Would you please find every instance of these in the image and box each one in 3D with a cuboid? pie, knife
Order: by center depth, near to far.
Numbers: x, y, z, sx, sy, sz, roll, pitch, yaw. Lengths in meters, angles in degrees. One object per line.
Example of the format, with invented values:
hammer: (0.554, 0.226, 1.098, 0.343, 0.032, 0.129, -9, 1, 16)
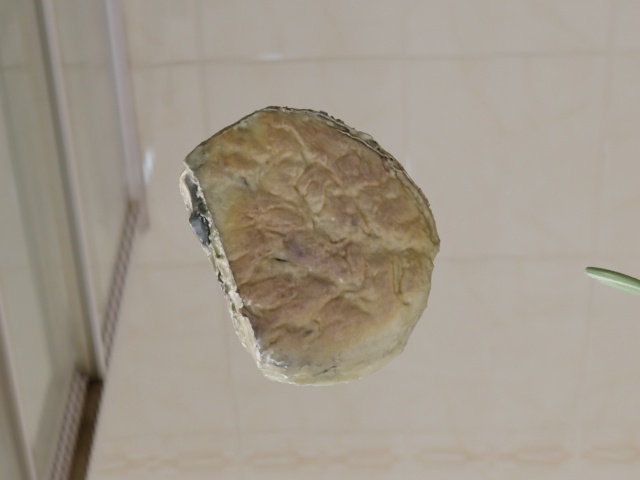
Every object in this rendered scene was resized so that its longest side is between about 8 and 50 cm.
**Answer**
pie: (0.001, -0.001, 1.204, 0.185, 0.052, 0.218, -17, -103, -14)
knife: (0.327, 0.057, 1.486, 0.207, 0.030, 0.014, 21, -119, 45)
